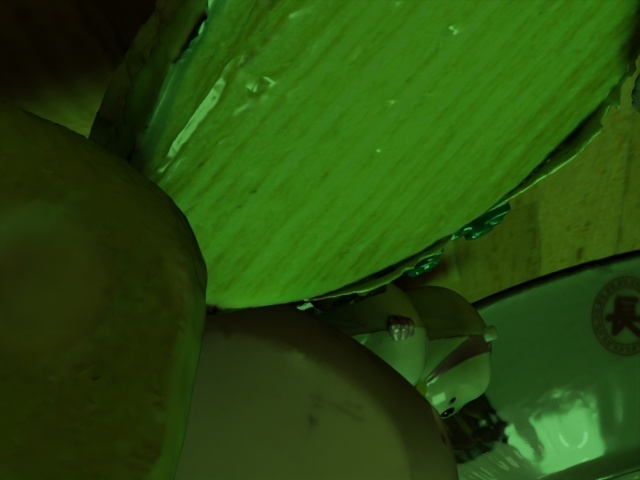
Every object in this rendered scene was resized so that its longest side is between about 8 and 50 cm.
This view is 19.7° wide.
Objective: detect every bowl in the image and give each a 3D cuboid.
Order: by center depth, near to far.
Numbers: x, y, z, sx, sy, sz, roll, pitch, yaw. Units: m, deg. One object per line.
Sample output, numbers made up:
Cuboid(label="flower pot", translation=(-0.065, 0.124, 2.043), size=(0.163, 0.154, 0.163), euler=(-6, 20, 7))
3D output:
Cuboid(label="bowl", translation=(0.202, 0.147, 1.568), size=(0.337, 0.157, 0.337), euler=(-18, 162, -6))

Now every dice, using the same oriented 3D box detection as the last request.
Cuboid(label="dice", translation=(-0.182, 0.079, 0.699), size=(0.233, 0.227, 0.238), euler=(17, 153, -10))

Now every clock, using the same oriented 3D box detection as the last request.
Cuboid(label="clock", translation=(-0.102, 0.160, 1.046), size=(0.368, 0.250, 0.377), euler=(26, 160, -16))
Cuboid(label="clock", translation=(0.035, 0.081, 1.266), size=(0.144, 0.103, 0.231), euler=(-18, 167, 30))

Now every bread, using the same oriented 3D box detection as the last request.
Cuboid(label="bread", translation=(0.036, -0.077, 0.797), size=(0.301, 0.045, 0.301), euler=(-24, 150, -15))

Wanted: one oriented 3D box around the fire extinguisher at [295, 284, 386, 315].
Cuboid(label="fire extinguisher", translation=(-0.039, 0.038, 1.157), size=(0.158, 0.043, 0.064), euler=(-18, 150, -6))

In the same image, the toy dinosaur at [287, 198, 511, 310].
Cuboid(label="toy dinosaur", translation=(0.000, 0.000, 1.016), size=(0.153, 0.094, 0.259), euler=(-17, 167, -20))

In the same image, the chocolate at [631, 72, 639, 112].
Cuboid(label="chocolate", translation=(0.233, -0.120, 0.814), size=(0.157, 0.080, 0.254), euler=(-43, 168, -19))
